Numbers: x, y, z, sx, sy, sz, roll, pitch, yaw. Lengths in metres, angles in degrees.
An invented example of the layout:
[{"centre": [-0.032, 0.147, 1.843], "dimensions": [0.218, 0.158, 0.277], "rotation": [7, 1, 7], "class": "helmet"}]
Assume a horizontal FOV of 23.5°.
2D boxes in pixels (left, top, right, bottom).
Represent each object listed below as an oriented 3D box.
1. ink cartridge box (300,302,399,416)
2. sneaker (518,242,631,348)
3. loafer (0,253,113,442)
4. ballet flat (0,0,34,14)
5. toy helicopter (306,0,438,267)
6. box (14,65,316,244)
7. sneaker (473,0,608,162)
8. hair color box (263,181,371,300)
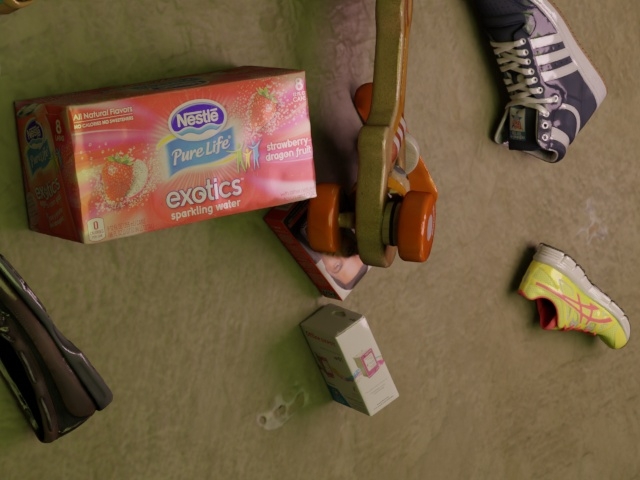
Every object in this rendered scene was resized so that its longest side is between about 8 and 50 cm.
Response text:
[{"centre": [0.035, 0.147, 1.914], "dimensions": [0.052, 0.088, 0.122], "rotation": [-33, 114, -24], "class": "ink cartridge box"}, {"centre": [0.346, 0.096, 2.137], "dimensions": [0.208, 0.081, 0.094], "rotation": [42, 80, -25], "class": "sneaker"}, {"centre": [-0.338, 0.098, 1.643], "dimensions": [0.095, 0.109, 0.302], "rotation": [-44, 122, -17], "class": "loafer"}, {"centre": [-0.270, -0.324, 1.643], "dimensions": [0.232, 0.073, 0.080], "rotation": [-51, 122, -18], "class": "ballet flat"}, {"centre": [0.087, -0.145, 1.861], "dimensions": [0.235, 0.140, 0.355], "rotation": [-18, 113, -75], "class": "toy helicopter"}, {"centre": [-0.168, -0.101, 1.705], "dimensions": [0.300, 0.142, 0.154], "rotation": [-12, 103, -33], "class": "box"}, {"centre": [0.263, -0.219, 2.012], "dimensions": [0.282, 0.099, 0.153], "rotation": [44, 70, -34], "class": "sneaker"}, {"centre": [0.000, 0.000, 1.896], "dimensions": [0.072, 0.043, 0.141], "rotation": [-50, 121, -20], "class": "hair color box"}]
